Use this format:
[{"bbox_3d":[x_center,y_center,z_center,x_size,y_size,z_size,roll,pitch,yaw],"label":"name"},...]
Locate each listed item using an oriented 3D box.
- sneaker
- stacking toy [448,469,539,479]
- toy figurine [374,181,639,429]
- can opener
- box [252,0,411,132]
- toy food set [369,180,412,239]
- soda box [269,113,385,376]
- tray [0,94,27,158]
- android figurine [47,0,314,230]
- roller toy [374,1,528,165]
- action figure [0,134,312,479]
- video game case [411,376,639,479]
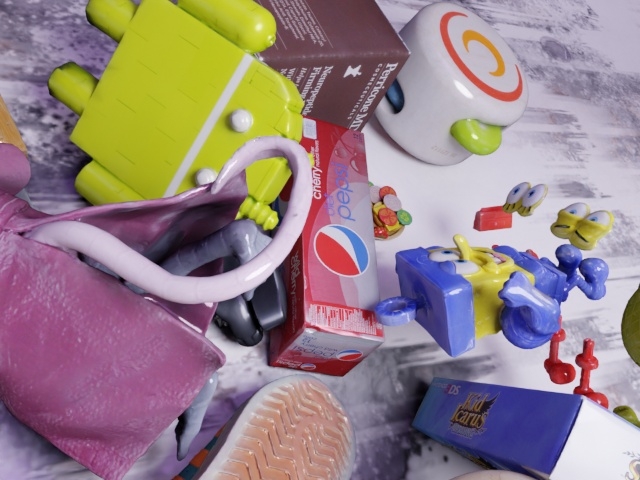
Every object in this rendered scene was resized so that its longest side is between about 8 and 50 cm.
[{"bbox_3d":[-0.076,0.203,0.482,0.108,0.121,0.302,53,29,3],"label":"sneaker"},{"bbox_3d":[0.180,0.304,0.462,0.330,0.141,0.141,51,41,-31],"label":"stacking toy"},{"bbox_3d":[0.160,0.079,0.566,0.217,0.191,0.362,-7,21,-14],"label":"toy figurine"},{"bbox_3d":[-0.083,0.021,0.639,0.073,0.059,0.186,-17,52,-6],"label":"can opener"},{"bbox_3d":[-0.045,-0.212,0.746,0.203,0.168,0.167,-13,64,-33],"label":"box"},{"bbox_3d":[0.069,-0.037,0.777,0.082,0.020,0.083,-22,69,-37],"label":"toy food set"},{"bbox_3d":[0.000,0.000,0.667,0.083,0.092,0.263,13,52,-21],"label":"soda box"},{"bbox_3d":[-0.447,-0.212,0.571,0.202,0.076,0.411,-22,76,-37],"label":"tray"},{"bbox_3d":[-0.130,-0.117,0.603,0.273,0.248,0.056,38,13,12],"label":"android figurine"},{"bbox_3d":[0.167,-0.206,0.865,0.191,0.146,0.209,43,46,-7],"label":"roller toy"},{"bbox_3d":[-0.230,0.020,0.420,0.370,0.276,0.248,25,52,-13],"label":"action figure"},{"bbox_3d":[0.229,0.203,0.528,0.244,0.269,0.061,32,77,-4],"label":"video game case"}]
